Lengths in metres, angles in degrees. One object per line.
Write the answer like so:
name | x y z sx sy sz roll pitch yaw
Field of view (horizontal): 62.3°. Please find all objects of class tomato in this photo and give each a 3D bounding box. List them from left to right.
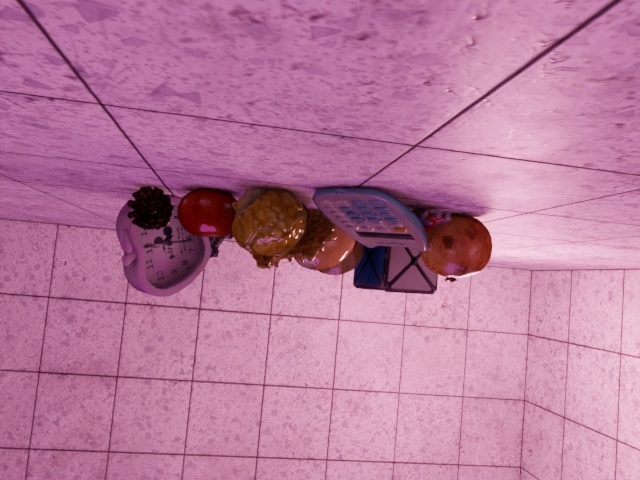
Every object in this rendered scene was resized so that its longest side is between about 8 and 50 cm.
tomato | -0.329 -0.078 1.568 0.195 0.136 0.195 4 176 0

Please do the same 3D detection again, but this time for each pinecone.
pinecone | -0.510 -0.103 1.585 0.140 0.140 0.121 6 143 -8

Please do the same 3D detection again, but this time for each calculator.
calculator | 0.140 -0.060 1.433 0.256 0.054 0.386 4 163 32

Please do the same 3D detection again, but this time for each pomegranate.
pomegranate | 0.410 0.026 1.610 0.215 0.215 0.215 5 175 0

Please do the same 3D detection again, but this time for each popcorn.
popcorn | -0.137 -0.051 1.449 0.204 0.184 0.221 -27 165 11

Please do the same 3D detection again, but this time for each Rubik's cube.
Rubik's cube | 0.300 0.080 2.104 0.255 0.260 0.259 8 177 -24

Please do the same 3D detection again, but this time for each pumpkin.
pumpkin | 0.055 0.009 1.960 0.217 0.217 0.110 4 152 7

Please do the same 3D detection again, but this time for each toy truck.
toy truck | -0.398 -0.038 1.942 0.110 0.116 0.216 9 131 -40

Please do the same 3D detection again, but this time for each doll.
doll | 0.289 -0.055 1.544 0.102 0.075 0.227 8 170 -22

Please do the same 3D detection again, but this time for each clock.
clock | -0.529 0.014 1.761 0.102 0.338 0.338 4 176 41

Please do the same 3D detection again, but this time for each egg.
egg | 0.000 0.000 1.812 0.244 0.201 0.201 -6 178 -11

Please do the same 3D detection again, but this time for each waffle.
waffle | -0.088 -0.004 1.579 0.291 0.291 0.051 2 137 32
